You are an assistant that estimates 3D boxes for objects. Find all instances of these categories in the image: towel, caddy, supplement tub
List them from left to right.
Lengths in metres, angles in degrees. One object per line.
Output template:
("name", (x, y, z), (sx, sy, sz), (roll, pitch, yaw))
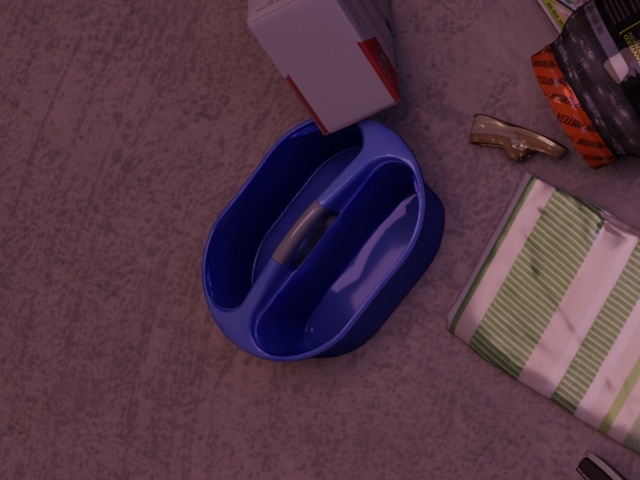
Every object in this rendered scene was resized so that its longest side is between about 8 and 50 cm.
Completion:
("caddy", (0.000, 0.000, 1.864), (0.241, 0.179, 0.341), (40, 98, 21))
("towel", (0.339, 0.089, 1.790), (0.325, 0.038, 0.248), (31, 95, 22))
("supplement tub", (0.435, -0.234, 1.704), (0.338, 0.207, 0.207), (-29, 72, 17))

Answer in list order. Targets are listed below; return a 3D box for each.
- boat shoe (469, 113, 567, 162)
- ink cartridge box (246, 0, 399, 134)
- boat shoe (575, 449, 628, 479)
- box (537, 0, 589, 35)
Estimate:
("boat shoe", (0.253, -0.124, 1.852), (0.135, 0.050, 0.045), (23, 94, 34))
("ink cartridge box", (0.003, -0.300, 1.837), (0.114, 0.197, 0.273), (-23, 37, 18))
("boat shoe", (0.379, 0.349, 1.707), (0.069, 0.081, 0.228), (-45, 71, 6))
("box", (0.327, -0.343, 1.859), (0.114, 0.036, 0.207), (-34, 71, 14))
